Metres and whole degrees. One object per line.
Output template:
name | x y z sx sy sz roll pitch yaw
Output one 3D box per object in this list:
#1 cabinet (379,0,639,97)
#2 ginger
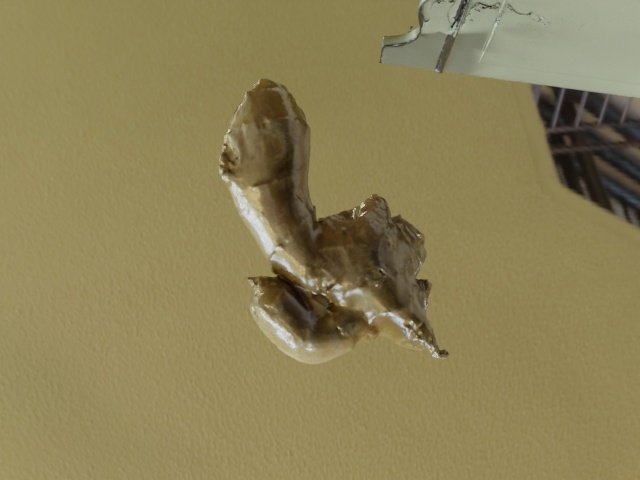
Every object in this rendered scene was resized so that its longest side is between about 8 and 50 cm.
cabinet | 0.228 -0.304 0.829 0.318 0.227 0.289 8 -109 -1
ginger | 0.006 -0.009 0.642 0.133 0.059 0.214 -14 -89 -12
